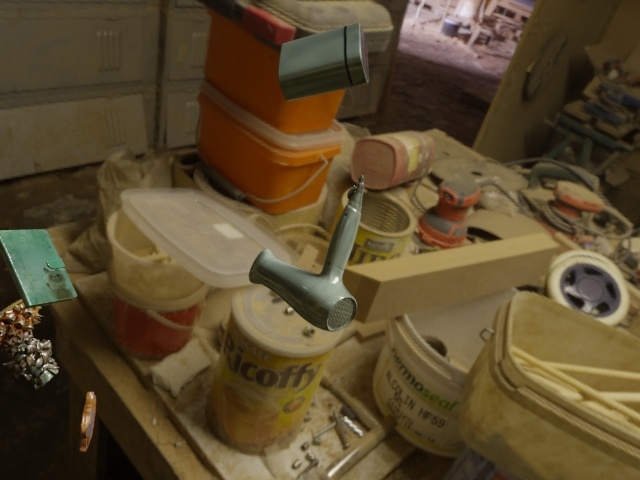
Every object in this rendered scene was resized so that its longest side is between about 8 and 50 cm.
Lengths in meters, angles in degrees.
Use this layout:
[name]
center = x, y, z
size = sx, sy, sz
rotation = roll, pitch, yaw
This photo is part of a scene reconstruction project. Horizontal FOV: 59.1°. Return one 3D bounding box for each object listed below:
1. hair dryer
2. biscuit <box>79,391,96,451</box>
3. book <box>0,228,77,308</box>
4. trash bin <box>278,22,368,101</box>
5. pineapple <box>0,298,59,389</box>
[hair dryer]
center = 0.000, 0.000, 0.882
size = 0.206, 0.237, 0.075
rotation = 29, 4, 40
[biscuit]
center = -0.755, 0.584, 1.837
size = 0.043, 0.280, 0.183
rotation = 9, 78, -14
[book]
center = -0.464, 0.042, 0.926
size = 0.135, 0.017, 0.103
rotation = 61, 20, 9
[trash bin]
center = 0.006, -0.276, 0.876
size = 0.130, 0.059, 0.116
rotation = -10, 46, 14
[pineapple]
center = -0.948, 0.342, 1.814
size = 0.272, 0.262, 0.262
rotation = 59, 35, -12
